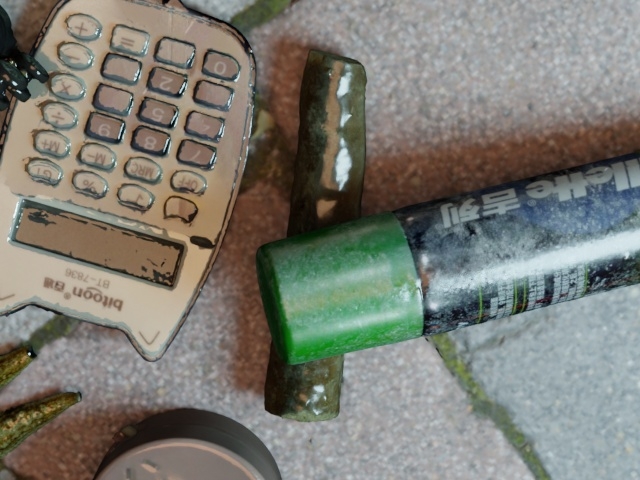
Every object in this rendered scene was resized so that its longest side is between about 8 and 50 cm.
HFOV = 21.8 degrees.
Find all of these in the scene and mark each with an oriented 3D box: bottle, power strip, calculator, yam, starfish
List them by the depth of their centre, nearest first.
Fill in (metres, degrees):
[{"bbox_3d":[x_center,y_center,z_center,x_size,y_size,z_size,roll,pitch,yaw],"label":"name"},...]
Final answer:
[{"bbox_3d":[0.123,0.008,1.156,0.330,0.093,0.093,-14,102,-9],"label":"bottle"},{"bbox_3d":[-0.145,-0.056,1.205,0.177,0.040,0.268,17,101,-3],"label":"calculator"},{"bbox_3d":[0.000,0.000,1.209,0.061,0.061,0.274,6,101,-1],"label":"yam"},{"bbox_3d":[-0.103,0.205,1.242,0.154,0.078,0.154,0,103,1],"label":"power strip"},{"bbox_3d":[-0.279,0.168,1.259,0.223,0.050,0.217,-38,107,13],"label":"starfish"}]

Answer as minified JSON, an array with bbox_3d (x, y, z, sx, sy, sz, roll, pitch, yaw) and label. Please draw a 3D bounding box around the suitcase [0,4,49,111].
[{"bbox_3d":[-0.360,-0.160,1.137,0.312,0.128,0.202,44,100,-6],"label":"suitcase"}]
